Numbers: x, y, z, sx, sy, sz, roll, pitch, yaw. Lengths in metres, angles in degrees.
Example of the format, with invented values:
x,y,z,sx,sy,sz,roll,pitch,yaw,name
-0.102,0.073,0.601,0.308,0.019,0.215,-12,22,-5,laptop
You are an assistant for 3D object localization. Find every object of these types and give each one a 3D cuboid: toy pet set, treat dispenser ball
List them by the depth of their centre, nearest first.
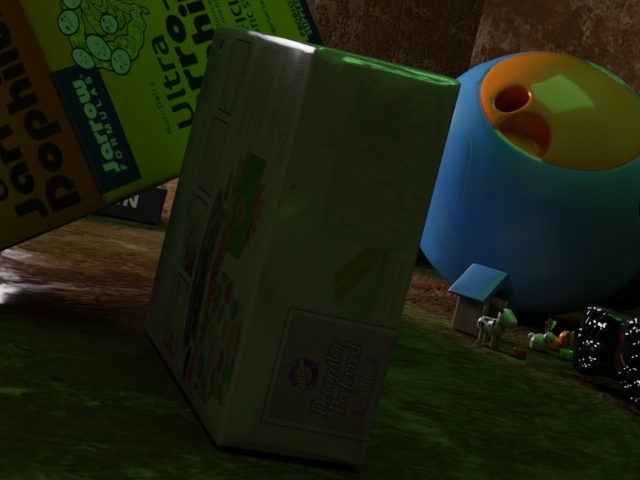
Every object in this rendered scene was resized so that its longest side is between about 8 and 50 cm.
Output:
x,y,z,sx,sy,sz,roll,pitch,yaw,name
0.189,0.067,1.629,0.114,0.065,0.122,18,8,40,toy pet set
0.235,-0.061,1.846,0.288,0.288,0.288,13,6,-1,treat dispenser ball

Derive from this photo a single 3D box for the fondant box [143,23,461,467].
x,y,z,sx,sy,sz,roll,pitch,yaw,name
-0.026,-0.013,1.129,0.096,0.238,0.330,13,6,-14,fondant box

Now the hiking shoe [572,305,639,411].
x,y,z,sx,sy,sz,roll,pitch,yaw,name
0.308,0.105,1.452,0.114,0.086,0.227,10,8,-19,hiking shoe

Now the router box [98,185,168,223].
x,y,z,sx,sy,sz,roll,pitch,yaw,name
-0.276,-0.065,1.937,0.179,0.046,0.133,11,7,-21,router box

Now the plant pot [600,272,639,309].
x,y,z,sx,sy,sz,roll,pitch,yaw,name
0.310,0.004,2.070,0.165,0.167,0.167,-1,13,-31,plant pot

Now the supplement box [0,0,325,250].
x,y,z,sx,sy,sz,roll,pitch,yaw,name
-0.170,-0.134,1.403,0.195,0.194,0.356,-20,5,36,supplement box
